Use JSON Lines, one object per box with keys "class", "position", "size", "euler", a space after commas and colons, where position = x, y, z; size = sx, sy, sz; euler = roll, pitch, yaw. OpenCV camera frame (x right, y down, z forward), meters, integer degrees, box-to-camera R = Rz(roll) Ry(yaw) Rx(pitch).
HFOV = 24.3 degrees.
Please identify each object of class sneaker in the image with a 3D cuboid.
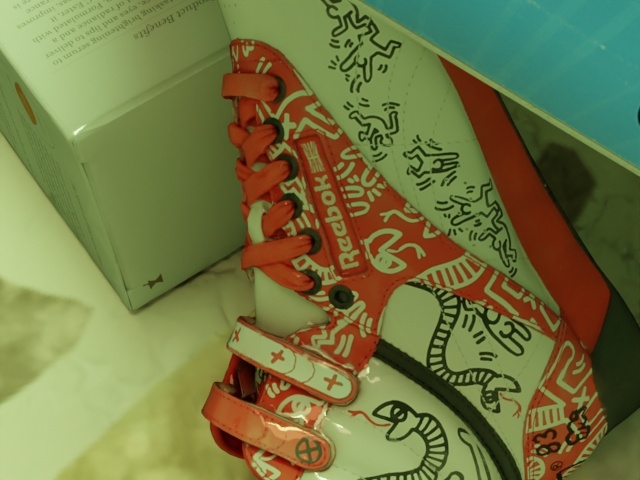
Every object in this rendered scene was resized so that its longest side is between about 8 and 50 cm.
{"class": "sneaker", "position": [0.001, 0.001, 0.528], "size": [0.145, 0.270, 0.090], "euler": [-40, 20, -12]}

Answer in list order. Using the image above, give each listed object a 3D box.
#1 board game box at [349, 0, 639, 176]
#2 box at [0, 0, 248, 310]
{"class": "board game box", "position": [0.049, -0.139, 0.471], "size": [0.308, 0.086, 0.302], "euler": [28, 22, -20]}
{"class": "box", "position": [-0.096, -0.080, 0.641], "size": [0.091, 0.130, 0.170], "euler": [-32, 61, -15]}
